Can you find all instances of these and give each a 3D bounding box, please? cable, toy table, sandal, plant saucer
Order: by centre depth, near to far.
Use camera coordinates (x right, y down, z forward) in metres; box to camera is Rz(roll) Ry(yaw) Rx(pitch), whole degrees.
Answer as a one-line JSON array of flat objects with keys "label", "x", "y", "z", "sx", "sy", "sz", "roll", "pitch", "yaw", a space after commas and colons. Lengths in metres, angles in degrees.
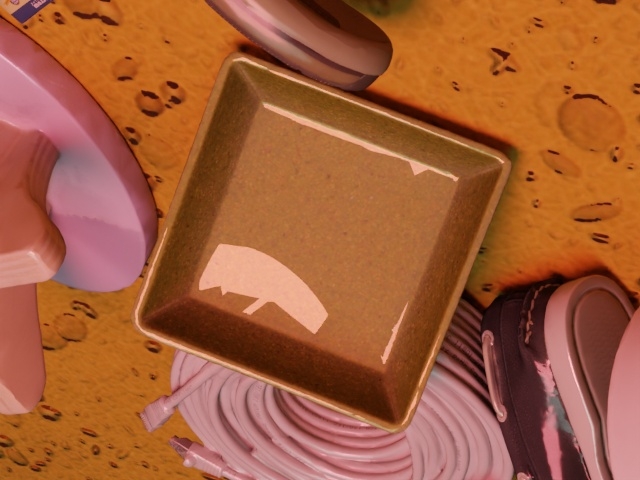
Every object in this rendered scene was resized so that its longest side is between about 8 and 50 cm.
[{"label": "sandal", "x": -0.072, "y": -0.196, "z": 0.824, "sx": 0.302, "sy": 0.120, "sz": 0.086, "roll": 35, "pitch": 113, "yaw": -17}, {"label": "plant saucer", "x": 0.000, "y": 0.000, "z": 0.985, "sx": 0.188, "sy": 0.045, "sz": 0.188, "roll": 21, "pitch": 99, "yaw": 3}, {"label": "toy table", "x": -0.238, "y": -0.020, "z": 1.055, "sx": 0.252, "sy": 0.161, "sz": 0.274, "roll": -21, "pitch": 123, "yaw": 42}, {"label": "cable", "x": 0.020, "y": 0.111, "z": 1.133, "sx": 0.257, "sy": 0.089, "sz": 0.257, "roll": 27, "pitch": 141, "yaw": -5}]

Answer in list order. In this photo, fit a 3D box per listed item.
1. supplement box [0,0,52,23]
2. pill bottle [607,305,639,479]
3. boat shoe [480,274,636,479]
[{"label": "supplement box", "x": -0.166, "y": -0.185, "z": 0.885, "sx": 0.083, "sy": 0.083, "sz": 0.056, "roll": 42, "pitch": 138, "yaw": -22}, {"label": "pill bottle", "x": 0.349, "y": 0.102, "z": 0.834, "sx": 0.363, "sy": 0.210, "sz": 0.210, "roll": -2, "pitch": 136, "yaw": 45}, {"label": "boat shoe", "x": 0.186, "y": 0.171, "z": 1.035, "sx": 0.091, "sy": 0.114, "sz": 0.303, "roll": -12, "pitch": 91, "yaw": 49}]
